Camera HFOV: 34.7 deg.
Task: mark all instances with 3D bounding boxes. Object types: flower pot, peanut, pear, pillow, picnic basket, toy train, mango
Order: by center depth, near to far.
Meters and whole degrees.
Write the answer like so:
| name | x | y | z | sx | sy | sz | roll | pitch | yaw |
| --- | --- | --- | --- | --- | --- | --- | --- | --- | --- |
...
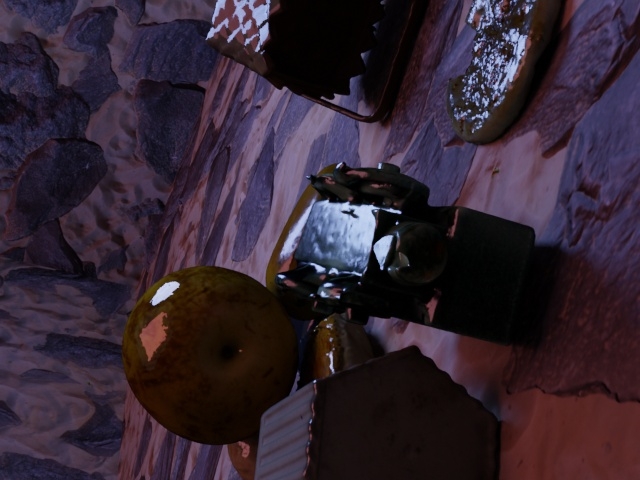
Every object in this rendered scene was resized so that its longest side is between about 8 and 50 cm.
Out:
| name | x | y | z | sx | sy | sz | roll | pitch | yaw |
| --- | --- | --- | --- | --- | --- | --- | --- | --- | --- |
| flower pot | 0.054 | 0.244 | 1.088 | 0.209 | 0.239 | 0.189 | -48 | 3 | -30 |
| toy train | 0.091 | 0.017 | 1.105 | 0.299 | 0.238 | 0.167 | -172 | 96 | -72 |
| pear | -0.165 | 0.173 | 1.550 | 0.280 | 0.280 | 0.281 | -166 | 90 | -74 |
| mango | 0.000 | 0.000 | 1.634 | 0.262 | 0.130 | 0.167 | -67 | 15 | -5 |
| peanut | -0.093 | 0.319 | 1.685 | 0.224 | 0.129 | 0.129 | -128 | 54 | -72 |
| picnic basket | 0.006 | -0.359 | 1.701 | 0.321 | 0.291 | 0.254 | 27 | 105 | 29 |
| pillow | -0.031 | 0.148 | 1.751 | 0.141 | 0.055 | 0.208 | -68 | 17 | -3 |

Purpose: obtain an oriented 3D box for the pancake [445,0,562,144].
| name | x | y | z | sx | sy | sz | roll | pitch | yaw |
| --- | --- | --- | --- | --- | --- | --- | --- | --- | --- |
| pancake | 0.218 | -0.238 | 1.257 | 0.253 | 0.037 | 0.254 | -165 | 90 | -75 |

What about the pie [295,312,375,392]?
| name | x | y | z | sx | sy | sz | roll | pitch | yaw |
| --- | --- | --- | --- | --- | --- | --- | --- | --- | --- |
| pie | 0.014 | 0.257 | 1.444 | 0.315 | 0.092 | 0.315 | -169 | 90 | -79 |
